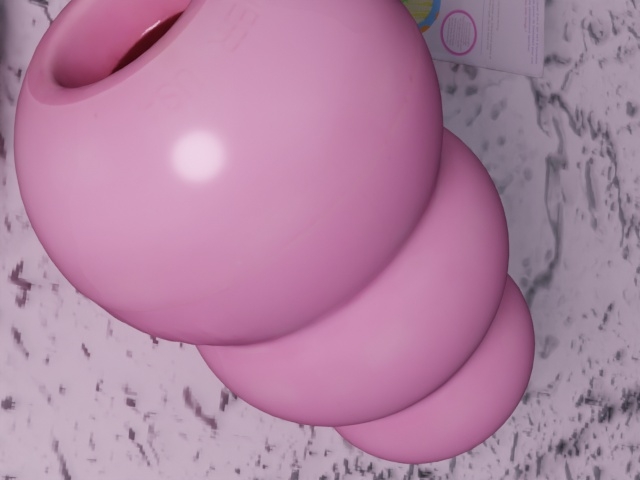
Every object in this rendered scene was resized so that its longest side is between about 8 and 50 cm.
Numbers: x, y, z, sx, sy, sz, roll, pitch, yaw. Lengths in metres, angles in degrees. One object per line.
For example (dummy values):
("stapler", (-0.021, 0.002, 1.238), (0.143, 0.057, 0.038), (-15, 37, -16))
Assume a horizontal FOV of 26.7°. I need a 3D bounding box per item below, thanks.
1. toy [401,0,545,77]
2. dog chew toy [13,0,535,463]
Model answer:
("toy", (0.033, -0.179, 0.813), (0.237, 0.056, 0.136), (5, 88, -34))
("dog chew toy", (0.000, 0.000, 0.694), (0.332, 0.207, 0.206), (49, 59, -36))
